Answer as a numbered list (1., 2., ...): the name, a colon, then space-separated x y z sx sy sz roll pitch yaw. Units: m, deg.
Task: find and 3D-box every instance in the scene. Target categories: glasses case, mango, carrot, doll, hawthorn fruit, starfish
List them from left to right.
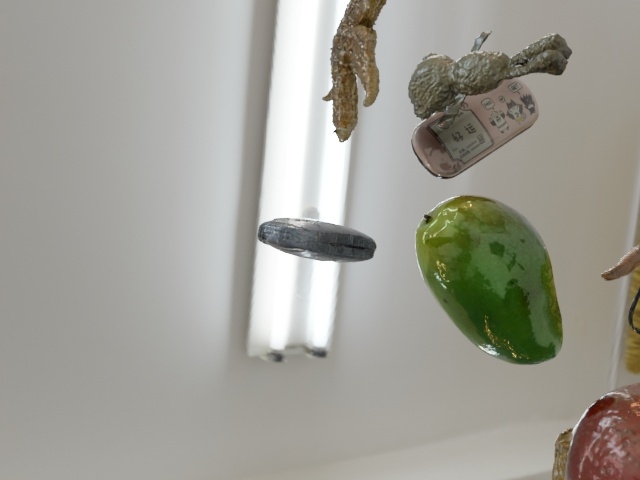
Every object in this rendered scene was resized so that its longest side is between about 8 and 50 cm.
1. glasses case: 0.000 0.000 1.428 0.282 0.109 0.067 4 -85 -63
2. starfish: 0.054 -0.285 1.193 0.060 0.299 0.302 16 -83 -9
3. glasses case: 0.300 -0.220 1.657 0.314 0.075 0.122 -32 -98 -29
4. doll: 0.268 -0.282 1.428 0.091 0.286 0.202 26 -137 -39
5. mango: 0.329 0.078 1.613 0.225 0.201 0.382 -34 -74 8
6. carrot: 0.680 0.055 1.925 0.191 0.047 0.047 -26 -68 -38
7. hawthorn fruit: 0.533 0.377 1.375 0.275 0.299 0.275 -8 -65 -18

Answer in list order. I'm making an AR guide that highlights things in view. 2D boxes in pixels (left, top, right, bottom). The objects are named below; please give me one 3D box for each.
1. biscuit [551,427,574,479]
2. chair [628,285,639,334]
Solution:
1. biscuit: 0.472 0.432 1.540 0.247 0.119 0.029 -71 -19 -45
2. chair: 0.569 0.123 1.260 0.221 0.140 0.145 44 -115 -38
